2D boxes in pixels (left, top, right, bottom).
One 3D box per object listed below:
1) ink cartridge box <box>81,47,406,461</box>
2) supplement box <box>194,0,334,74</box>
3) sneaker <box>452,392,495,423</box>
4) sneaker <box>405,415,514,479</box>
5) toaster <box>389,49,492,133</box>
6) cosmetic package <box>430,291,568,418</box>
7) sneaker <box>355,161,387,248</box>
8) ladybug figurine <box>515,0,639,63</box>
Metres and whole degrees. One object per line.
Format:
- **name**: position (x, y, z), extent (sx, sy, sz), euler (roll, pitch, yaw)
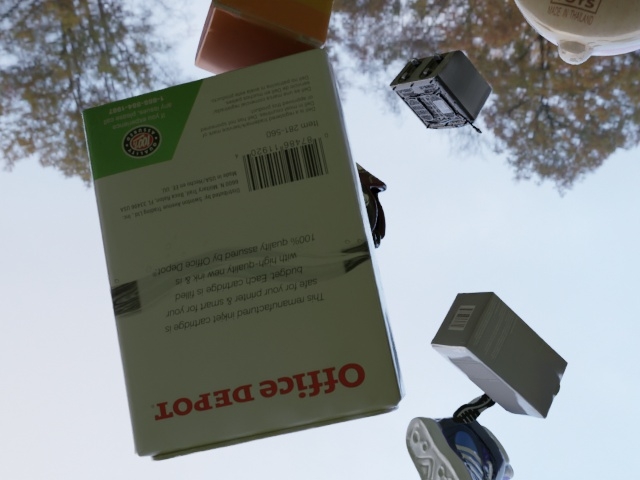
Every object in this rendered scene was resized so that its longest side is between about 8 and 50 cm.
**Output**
- **ink cartridge box**: position (-0.046, 0.011, 0.450), extent (0.160, 0.092, 0.219), euler (-12, -100, 6)
- **supplement box**: position (-0.023, -0.224, 0.511), extent (0.078, 0.080, 0.233), euler (18, -112, -14)
- **sneaker**: position (0.322, 0.356, 1.483), extent (0.109, 0.044, 0.040), euler (-21, -106, -21)
- **sneaker**: position (0.326, 0.490, 1.429), extent (0.236, 0.130, 0.323), euler (14, -152, -24)
- **toaster**: position (0.280, -0.337, 1.606), extent (0.110, 0.185, 0.168), euler (-56, -152, -15)
- **cosmetic package**: position (0.332, 0.211, 1.291), extent (0.107, 0.238, 0.127), euler (-8, -137, 56)
- **sneaker**: position (0.000, 0.000, 1.063), extent (0.162, 0.106, 0.281), euler (32, -94, 24)
- **ladybug figurine**: position (0.401, -0.409, 0.873), extent (0.305, 0.162, 0.449), euler (28, -95, 27)
